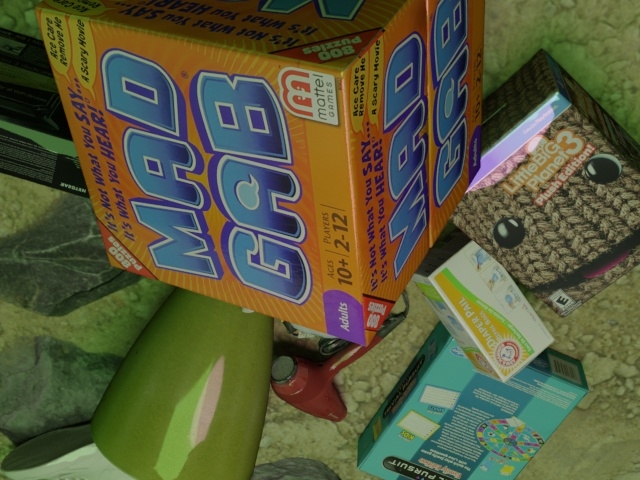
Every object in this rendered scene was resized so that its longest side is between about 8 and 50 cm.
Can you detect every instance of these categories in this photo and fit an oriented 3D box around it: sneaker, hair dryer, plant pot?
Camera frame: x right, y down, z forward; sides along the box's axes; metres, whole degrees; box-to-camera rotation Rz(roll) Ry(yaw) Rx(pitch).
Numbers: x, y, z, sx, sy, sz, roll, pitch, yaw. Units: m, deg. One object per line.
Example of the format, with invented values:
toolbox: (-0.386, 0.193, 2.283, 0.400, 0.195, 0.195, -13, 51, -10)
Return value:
sneaker: (-0.413, 0.418, 1.792, 0.292, 0.108, 0.169, -16, 118, 11)
hair dryer: (0.028, 0.206, 1.632, 0.223, 0.080, 0.294, -2, 135, -14)
plant pot: (-0.187, 0.199, 1.572, 0.274, 0.275, 0.294, 19, 106, -9)

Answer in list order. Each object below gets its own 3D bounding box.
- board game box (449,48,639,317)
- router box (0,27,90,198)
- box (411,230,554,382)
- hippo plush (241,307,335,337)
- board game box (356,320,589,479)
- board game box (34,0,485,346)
board game box: (0.328, -0.075, 1.412, 0.291, 0.141, 0.232, 38, 117, -20)
router box: (-0.416, -0.189, 1.319, 0.308, 0.243, 0.081, 17, 122, -7)
box: (0.238, 0.097, 1.499, 0.103, 0.114, 0.203, -38, 101, -9)
hippo plush: (0.000, 0.000, 1.421, 0.294, 0.237, 0.234, 40, 117, -21)
board game box: (0.249, 0.298, 1.695, 0.253, 0.079, 0.336, 24, 121, -11)
board game box: (-0.038, -0.164, 1.155, 0.356, 0.356, 0.356, 15, 135, 23)
